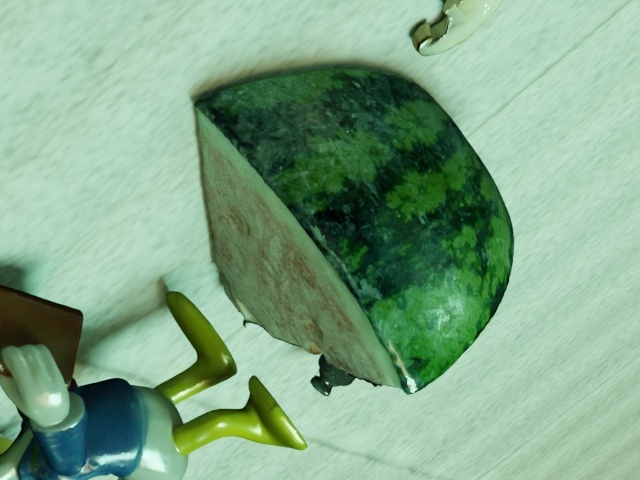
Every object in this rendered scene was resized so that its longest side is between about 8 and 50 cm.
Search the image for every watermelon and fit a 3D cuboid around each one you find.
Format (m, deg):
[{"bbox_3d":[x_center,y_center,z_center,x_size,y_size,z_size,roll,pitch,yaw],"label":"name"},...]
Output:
[{"bbox_3d":[0.008,-0.036,1.207,0.283,0.292,0.250,-34,118,-51],"label":"watermelon"}]

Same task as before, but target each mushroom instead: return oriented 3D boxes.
[{"bbox_3d":[0.119,-0.190,1.169,0.101,0.019,0.049,-36,151,2],"label":"mushroom"}]

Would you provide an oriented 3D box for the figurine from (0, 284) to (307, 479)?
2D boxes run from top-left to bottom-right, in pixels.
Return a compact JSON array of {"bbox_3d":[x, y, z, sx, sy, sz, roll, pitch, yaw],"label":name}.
[{"bbox_3d":[-0.225,0.169,1.167,0.338,0.204,0.283,-40,134,-9],"label":"figurine"}]

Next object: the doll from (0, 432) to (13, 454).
[{"bbox_3d":[-0.360,0.217,1.246,0.291,0.086,0.117,10,123,-46],"label":"doll"}]

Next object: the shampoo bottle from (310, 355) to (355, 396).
[{"bbox_3d":[0.074,0.057,1.406,0.101,0.101,0.284,1,136,-44],"label":"shampoo bottle"}]
